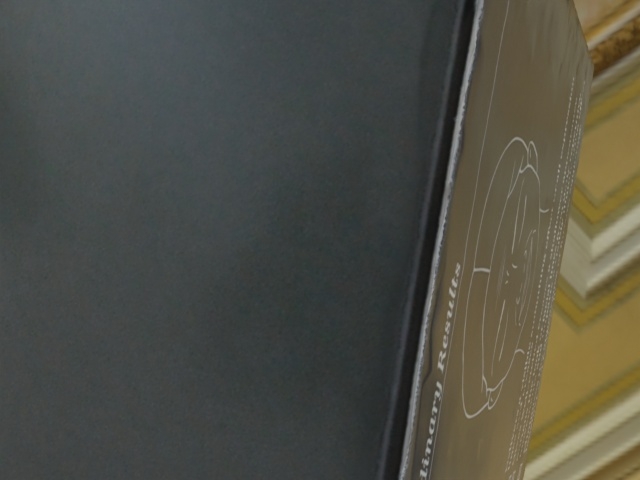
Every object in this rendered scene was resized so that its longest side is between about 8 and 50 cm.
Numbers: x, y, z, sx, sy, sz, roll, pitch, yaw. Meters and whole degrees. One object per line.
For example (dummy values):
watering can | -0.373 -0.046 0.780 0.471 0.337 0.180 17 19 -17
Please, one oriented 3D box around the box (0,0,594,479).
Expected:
box | 0.000 0.000 0.559 0.212 0.395 0.294 10 -91 17
